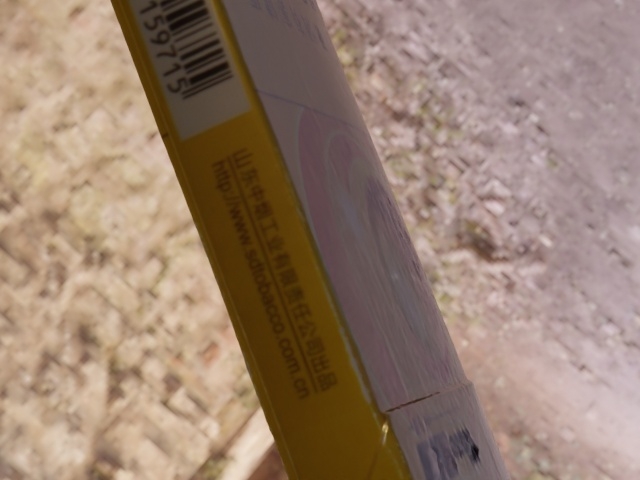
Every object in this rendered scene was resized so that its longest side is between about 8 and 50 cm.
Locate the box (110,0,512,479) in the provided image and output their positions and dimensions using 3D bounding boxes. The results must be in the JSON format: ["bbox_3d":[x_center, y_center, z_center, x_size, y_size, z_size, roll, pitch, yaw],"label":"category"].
[{"bbox_3d":[0.000,0.000,0.484,0.269,0.043,0.152,69,-165,8],"label":"box"}]
